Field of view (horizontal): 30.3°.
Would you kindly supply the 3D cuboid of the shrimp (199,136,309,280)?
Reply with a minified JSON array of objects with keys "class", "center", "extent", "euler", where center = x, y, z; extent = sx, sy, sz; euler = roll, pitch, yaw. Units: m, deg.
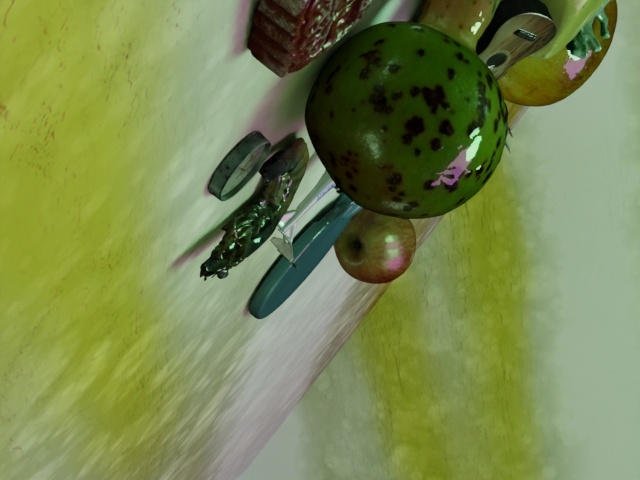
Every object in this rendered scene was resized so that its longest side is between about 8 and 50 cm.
[{"class":"shrimp","center":[-0.072,-0.042,1.370],"extent":[0.217,0.051,0.150],"euler":[-52,171,-41]}]

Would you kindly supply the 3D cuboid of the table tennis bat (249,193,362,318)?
[{"class":"table tennis bat","center":[0.000,0.000,1.895],"extent":[0.329,0.044,0.215],"euler":[-49,170,10]}]

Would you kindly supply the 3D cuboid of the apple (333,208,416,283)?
[{"class":"apple","center":[0.093,0.004,2.036],"extent":[0.131,0.146,0.146],"euler":[5,128,-51]}]

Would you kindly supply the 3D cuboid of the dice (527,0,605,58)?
[{"class":"dice","center":[0.270,-0.337,1.424],"extent":[0.169,0.166,0.169],"euler":[-46,171,-29]}]

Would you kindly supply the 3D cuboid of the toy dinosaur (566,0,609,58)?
[{"class":"toy dinosaur","center":[0.407,-0.405,1.578],"extent":[0.076,0.129,0.383],"euler":[-9,-117,60]}]

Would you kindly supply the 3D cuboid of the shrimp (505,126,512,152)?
[{"class":"shrimp","center":[0.223,-0.177,2.033],"extent":[0.172,0.137,0.372],"euler":[-2,-160,38]}]

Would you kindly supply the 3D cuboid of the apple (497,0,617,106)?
[{"class":"apple","center":[0.300,-0.310,1.669],"extent":[0.237,0.207,0.237],"euler":[-52,-170,13]}]

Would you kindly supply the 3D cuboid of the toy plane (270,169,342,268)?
[{"class":"toy plane","center":[0.027,-0.105,1.533],"extent":[0.273,0.107,0.182],"euler":[-33,-143,10]}]

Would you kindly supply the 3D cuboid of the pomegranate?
[{"class":"pomegranate","center":[0.095,-0.166,1.258],"extent":[0.231,0.231,0.286],"euler":[-31,130,-64]}]

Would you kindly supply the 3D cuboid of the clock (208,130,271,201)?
[{"class":"clock","center":[-0.084,-0.077,1.243],"extent":[0.085,0.017,0.085],"euler":[-48,171,-11]}]

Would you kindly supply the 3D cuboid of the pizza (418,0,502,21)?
[{"class":"pizza","center":[0.164,-0.253,1.427],"extent":[0.058,0.127,0.246],"euler":[-42,-176,-28]}]

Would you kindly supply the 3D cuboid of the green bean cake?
[{"class":"green bean cake","center":[0.003,-0.212,0.998],"extent":[0.135,0.056,0.135],"euler":[-46,169,-24]}]

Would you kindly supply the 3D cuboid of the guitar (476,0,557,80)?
[{"class":"guitar","center":[0.165,-0.182,1.396],"extent":[0.084,0.038,0.271],"euler":[13,135,-39]}]
